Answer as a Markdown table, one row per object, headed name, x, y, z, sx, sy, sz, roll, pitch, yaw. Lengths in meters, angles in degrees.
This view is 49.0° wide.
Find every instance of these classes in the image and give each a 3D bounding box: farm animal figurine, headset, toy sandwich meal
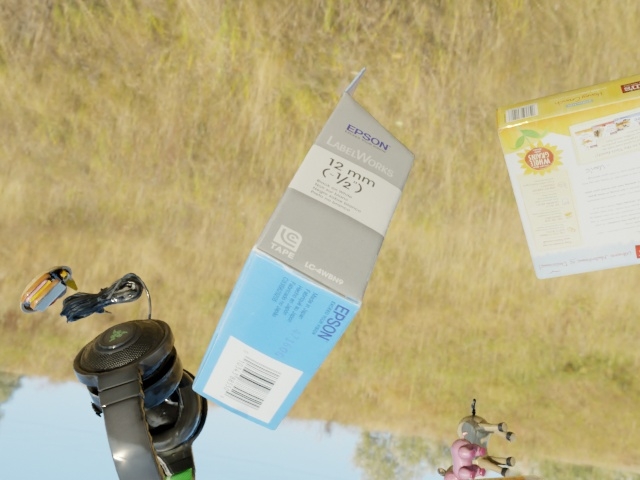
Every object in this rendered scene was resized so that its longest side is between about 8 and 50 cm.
| name | x | y | z | sx | sy | sz | roll | pitch | yaw |
| --- | --- | --- | --- | --- | --- | --- | --- | --- | --- |
| farm animal figurine | 0.265 | 0.529 | 1.360 | 0.172 | 0.326 | 0.330 | -6 | -152 | 48 |
| headset | -0.265 | 0.207 | 0.959 | 0.185 | 0.394 | 0.243 | -16 | 139 | -4 |
| toy sandwich meal | -0.338 | 0.065 | 0.879 | 0.029 | 0.085 | 0.085 | 40 | 180 | 12 |

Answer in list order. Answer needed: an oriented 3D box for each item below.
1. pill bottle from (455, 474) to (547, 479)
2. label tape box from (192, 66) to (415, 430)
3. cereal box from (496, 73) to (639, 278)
| name | x | y | z | sx | sy | sz | roll | pitch | yaw |
| --- | --- | --- | --- | --- | --- | --- | --- | --- | --- |
| pill bottle | 0.176 | 0.312 | 0.711 | 0.246 | 0.136 | 0.136 | -8 | 171 | 9 |
| label tape box | 0.000 | 0.000 | 0.788 | 0.115 | 0.347 | 0.249 | 28 | 134 | 0 |
| cereal box | 0.310 | -0.062 | 0.795 | 0.173 | 0.047 | 0.240 | -10 | 131 | 20 |
